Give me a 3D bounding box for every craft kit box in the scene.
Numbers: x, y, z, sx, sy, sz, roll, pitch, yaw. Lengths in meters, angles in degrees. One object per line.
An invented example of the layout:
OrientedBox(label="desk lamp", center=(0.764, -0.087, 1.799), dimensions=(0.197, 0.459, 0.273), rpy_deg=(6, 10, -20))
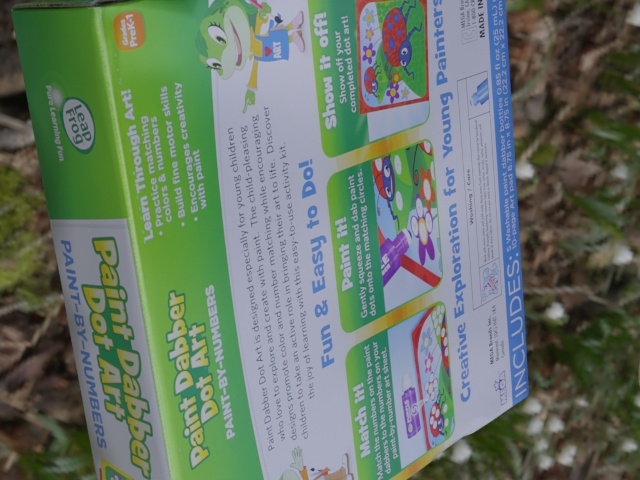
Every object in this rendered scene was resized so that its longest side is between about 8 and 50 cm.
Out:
OrientedBox(label="craft kit box", center=(0.000, 0.000, 0.536), dimensions=(0.247, 0.061, 0.249), rpy_deg=(-25, 115, -46))

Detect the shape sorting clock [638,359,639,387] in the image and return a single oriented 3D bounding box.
OrientedBox(label="shape sorting clock", center=(0.311, 0.114, 0.794), dimensions=(0.040, 0.206, 0.206), rpy_deg=(-56, 156, -28))
